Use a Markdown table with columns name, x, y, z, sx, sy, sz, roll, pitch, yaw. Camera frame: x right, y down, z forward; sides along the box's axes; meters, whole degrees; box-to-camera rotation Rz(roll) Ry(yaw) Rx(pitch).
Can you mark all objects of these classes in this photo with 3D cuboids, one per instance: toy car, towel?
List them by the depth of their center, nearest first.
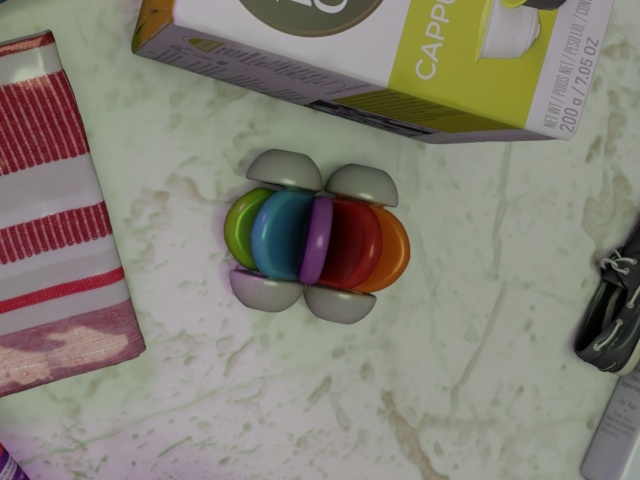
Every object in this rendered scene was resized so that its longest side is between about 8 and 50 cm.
| name | x | y | z | sx | sy | sz | roll | pitch | yaw |
| --- | --- | --- | --- | --- | --- | --- | --- | --- | --- |
| towel | -0.313 | -0.005 | 1.093 | 0.237 | 0.037 | 0.329 | -17 | 112 | -12 |
| toy car | 0.000 | 0.000 | 1.153 | 0.182 | 0.136 | 0.159 | 11 | 93 | -15 |

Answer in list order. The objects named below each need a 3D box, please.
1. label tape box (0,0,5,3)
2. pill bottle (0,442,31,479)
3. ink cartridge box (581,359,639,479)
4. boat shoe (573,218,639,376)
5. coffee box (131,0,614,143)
| name | x | y | z | sx | sy | sz | roll | pitch | yaw |
| --- | --- | --- | --- | --- | --- | --- | --- | --- | --- |
| label tape box | -0.382 | -0.355 | 1.026 | 0.249 | 0.115 | 0.348 | -29 | 81 | -9 |
| pill bottle | -0.297 | 0.329 | 1.090 | 0.181 | 0.181 | 0.323 | -37 | 103 | -8 |
| ink cartridge box | 0.502 | 0.150 | 1.316 | 0.308 | 0.091 | 0.385 | 24 | 91 | -15 |
| boat shoe | 0.330 | 0.042 | 1.271 | 0.065 | 0.075 | 0.206 | 18 | 96 | -18 |
| coffee box | 0.046 | -0.286 | 1.030 | 0.334 | 0.338 | 0.338 | 15 | 92 | -14 |
